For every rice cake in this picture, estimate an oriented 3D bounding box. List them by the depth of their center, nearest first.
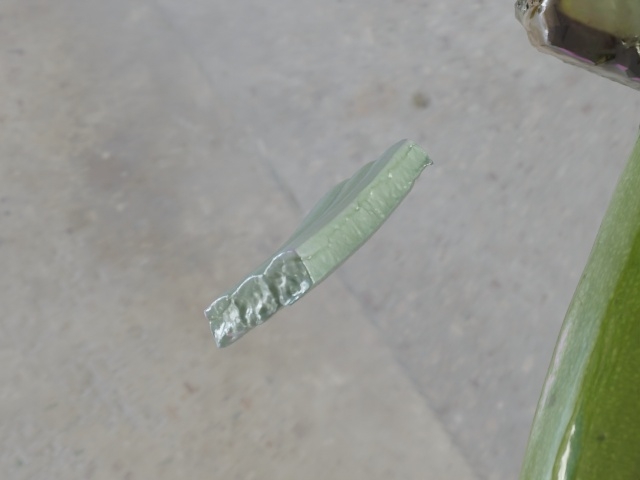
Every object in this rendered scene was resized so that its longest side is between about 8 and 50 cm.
[{"bbox_3d":[0.000,0.000,1.405,0.127,0.237,0.043,-34,96,39],"label":"rice cake"}]

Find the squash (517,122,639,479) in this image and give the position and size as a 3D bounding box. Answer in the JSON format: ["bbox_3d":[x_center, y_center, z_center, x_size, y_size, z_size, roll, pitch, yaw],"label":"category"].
[{"bbox_3d":[0.085,0.004,0.338,0.066,0.066,0.201,23,78,9],"label":"squash"}]

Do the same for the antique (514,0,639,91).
[{"bbox_3d":[0.260,-0.120,1.008,0.284,0.150,0.125,21,97,-4],"label":"antique"}]
